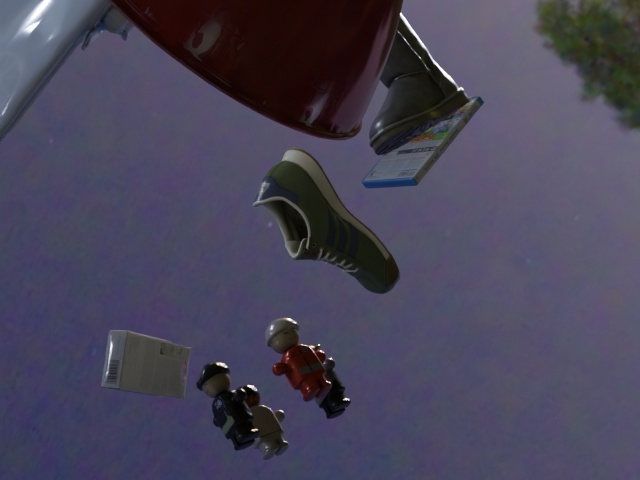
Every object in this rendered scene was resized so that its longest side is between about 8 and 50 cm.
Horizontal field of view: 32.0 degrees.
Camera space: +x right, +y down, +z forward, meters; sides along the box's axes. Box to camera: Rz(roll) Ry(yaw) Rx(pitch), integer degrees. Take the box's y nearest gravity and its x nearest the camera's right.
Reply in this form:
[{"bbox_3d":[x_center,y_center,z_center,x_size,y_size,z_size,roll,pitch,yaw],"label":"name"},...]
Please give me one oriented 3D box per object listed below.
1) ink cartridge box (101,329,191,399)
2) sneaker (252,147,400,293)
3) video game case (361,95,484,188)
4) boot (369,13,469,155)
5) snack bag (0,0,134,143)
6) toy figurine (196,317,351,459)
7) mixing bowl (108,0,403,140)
[{"bbox_3d":[-0.190,0.138,1.227,0.115,0.029,0.063,25,-111,-57],"label":"ink cartridge box"},{"bbox_3d":[0.000,0.000,1.194,0.192,0.064,0.086,52,-124,-15],"label":"sneaker"},{"bbox_3d":[0.141,-0.135,1.548,0.015,0.119,0.166,49,-114,-23],"label":"video game case"},{"bbox_3d":[0.058,-0.207,1.232,0.208,0.076,0.189,57,-144,-1],"label":"boot"},{"bbox_3d":[-0.221,-0.242,0.852,0.037,0.342,0.323,26,-161,-51],"label":"snack bag"},{"bbox_3d":[-0.075,0.242,1.826,0.148,0.213,0.209,57,-175,25],"label":"toy figurine"},{"bbox_3d":[-0.024,-0.144,0.551,0.181,0.098,0.181,33,-157,-16],"label":"mixing bowl"}]
